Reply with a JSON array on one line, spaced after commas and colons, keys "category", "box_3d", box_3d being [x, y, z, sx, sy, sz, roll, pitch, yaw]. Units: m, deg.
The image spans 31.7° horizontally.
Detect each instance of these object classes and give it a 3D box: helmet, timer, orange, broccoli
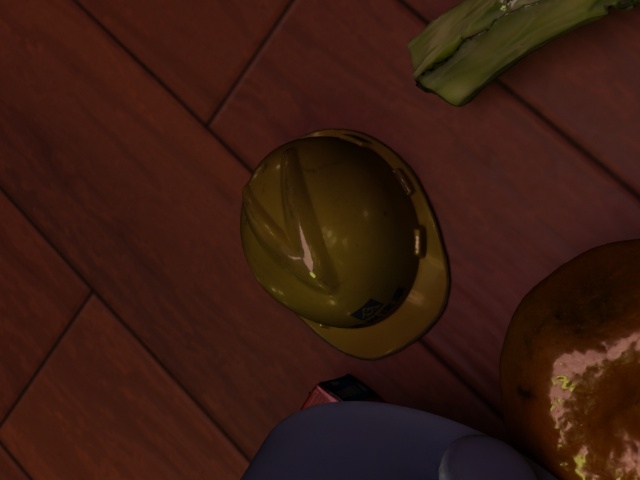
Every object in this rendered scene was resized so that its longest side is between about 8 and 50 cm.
[{"category": "helmet", "box_3d": [0.000, 0.000, 1.143, 0.205, 0.140, 0.257, -39, 72, 23]}, {"category": "timer", "box_3d": [0.091, 0.293, 0.993, 0.395, 0.173, 0.395, 17, 133, 19]}, {"category": "orange", "box_3d": [0.281, 0.110, 0.971, 0.249, 0.183, 0.248, 1, 96, 13]}, {"category": "broccoli", "box_3d": [0.243, -0.231, 1.004, 0.361, 0.252, 0.221, -44, 64, 58]}]

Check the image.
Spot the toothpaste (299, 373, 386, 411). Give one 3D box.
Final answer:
[{"category": "toothpaste", "box_3d": [-0.042, 0.289, 1.203, 0.066, 0.076, 0.320, 38, 108, 22]}]
